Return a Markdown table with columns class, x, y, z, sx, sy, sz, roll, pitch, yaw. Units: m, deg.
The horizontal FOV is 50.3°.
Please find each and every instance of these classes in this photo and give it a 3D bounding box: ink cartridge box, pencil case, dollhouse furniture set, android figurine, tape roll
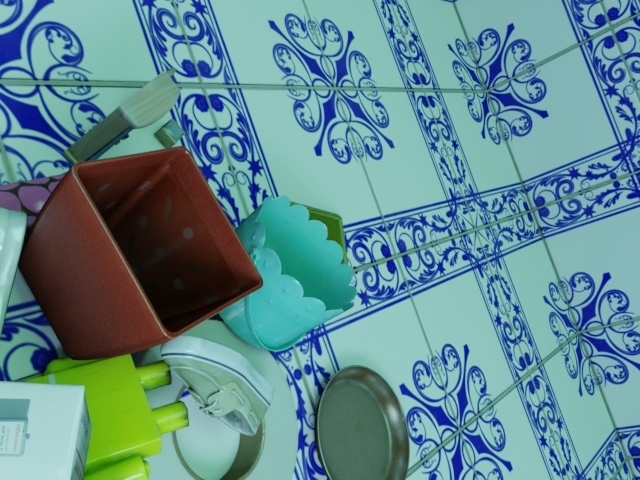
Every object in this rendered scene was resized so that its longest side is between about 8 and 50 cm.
| class | x | y | z | sx | sy | sz | roll | pitch | yaw |
| --- | --- | --- | --- | --- | --- | --- | --- | --- | --- |
| ink cartridge box | -0.393 | 0.248 | 0.820 | 0.353 | 0.207 | 0.119 | 7 | 61 | -13 |
| pencil case | -0.457 | -0.051 | 1.092 | 0.098 | 0.095 | 0.209 | 51 | 41 | 12 |
| dollhouse furniture set | -0.260 | -0.142 | 1.280 | 0.303 | 0.198 | 0.286 | 52 | 42 | -18 |
| android figurine | -0.343 | 0.266 | 1.010 | 0.272 | 0.056 | 0.248 | -15 | 49 | -27 |
| tape roll | -0.200 | 0.336 | 1.220 | 0.392 | 0.072 | 0.392 | 24 | 56 | -41 |

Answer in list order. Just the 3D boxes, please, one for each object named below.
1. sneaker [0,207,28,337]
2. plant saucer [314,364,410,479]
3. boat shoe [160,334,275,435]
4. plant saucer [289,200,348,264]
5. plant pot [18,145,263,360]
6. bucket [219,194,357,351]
| class | x | y | z | sx | sy | sz | roll | pitch | yaw |
| --- | --- | --- | --- | --- | --- | --- | --- | --- | --- |
| sneaker | -0.503 | 0.092 | 0.953 | 0.123 | 0.106 | 0.290 | 13 | 80 | -27 |
| plant saucer | 0.087 | 0.435 | 1.515 | 0.310 | 0.050 | 0.311 | 23 | 57 | -40 |
| boat shoe | -0.161 | 0.242 | 1.119 | 0.302 | 0.109 | 0.094 | 50 | 44 | -51 |
| plant saucer | 0.000 | 0.000 | 1.627 | 0.188 | 0.045 | 0.189 | 13 | 63 | -45 |
| plant pot | -0.296 | 0.039 | 1.058 | 0.268 | 0.235 | 0.267 | 60 | 28 | 1 |
| bucket | -0.081 | 0.070 | 1.341 | 0.281 | 0.183 | 0.281 | 41 | 26 | -25 |
